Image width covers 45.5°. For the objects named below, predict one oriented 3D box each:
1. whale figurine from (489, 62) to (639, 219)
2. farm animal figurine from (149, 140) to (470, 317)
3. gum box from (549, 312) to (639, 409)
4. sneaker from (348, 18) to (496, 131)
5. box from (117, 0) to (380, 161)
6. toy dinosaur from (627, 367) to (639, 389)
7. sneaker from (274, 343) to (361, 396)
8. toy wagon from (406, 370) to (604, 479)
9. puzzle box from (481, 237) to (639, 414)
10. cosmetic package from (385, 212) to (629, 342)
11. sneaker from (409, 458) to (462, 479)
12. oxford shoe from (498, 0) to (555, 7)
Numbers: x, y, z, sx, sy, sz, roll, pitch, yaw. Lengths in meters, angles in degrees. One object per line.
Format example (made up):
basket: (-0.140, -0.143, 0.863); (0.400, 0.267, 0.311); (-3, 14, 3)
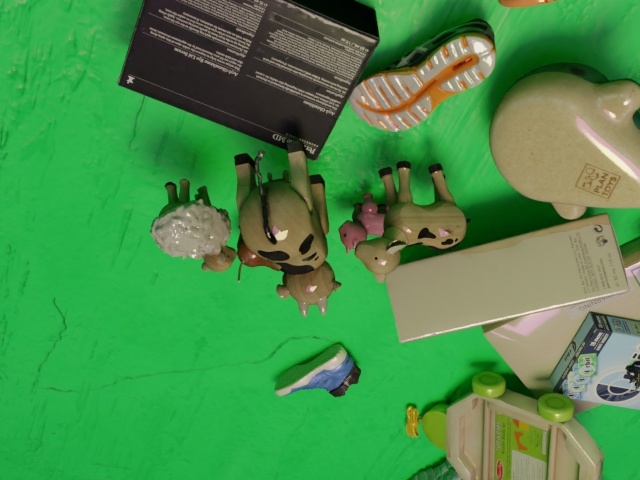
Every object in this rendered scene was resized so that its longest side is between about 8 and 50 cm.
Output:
whale figurine: (0.349, -0.117, 0.939); (0.272, 0.141, 0.216); (27, 140, 17)
farm animal figurine: (0.000, 0.000, 0.980); (0.330, 0.172, 0.327); (-19, 156, 26)
gum box: (0.485, 0.197, 1.214); (0.184, 0.041, 0.157); (10, 128, -8)
sneaker: (0.129, -0.206, 0.955); (0.215, 0.083, 0.084); (-18, 122, 37)
box: (-0.086, -0.233, 0.920); (0.261, 0.103, 0.184); (20, 124, -15)
toy dinosaur: (0.543, 0.194, 1.144); (0.118, 0.064, 0.268); (4, 130, -10)
sneaker: (-0.001, 0.246, 1.317); (0.152, 0.058, 0.084); (-33, 112, 16)
toy wagon: (0.306, 0.352, 1.312); (0.344, 0.068, 0.267); (15, 119, 37)
puzzle box: (0.499, 0.129, 1.220); (0.409, 0.052, 0.272); (-29, 122, 21)
cosmetic package: (0.259, 0.059, 1.088); (0.309, 0.160, 0.113); (-14, 82, 12)
sneaker: (0.257, 0.477, 1.479); (0.098, 0.083, 0.223); (30, 122, -26)
oxford shoe: (0.333, -0.377, 0.794); (0.363, 0.130, 0.133); (-31, 118, 11)
